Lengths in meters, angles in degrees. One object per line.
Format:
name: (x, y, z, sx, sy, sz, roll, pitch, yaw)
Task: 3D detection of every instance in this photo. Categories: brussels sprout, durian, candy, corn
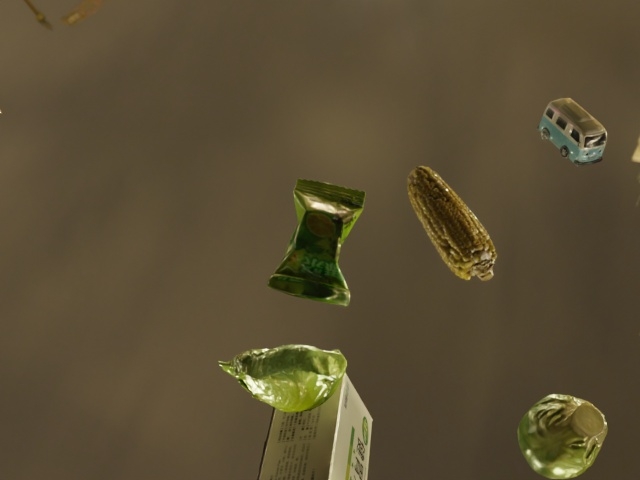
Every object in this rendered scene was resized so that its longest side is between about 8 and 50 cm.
brussels sprout: (0.403, 0.328, 1.101, 0.117, 0.155, 0.155, 29, -110, 3)
durian: (-0.060, 0.233, 1.141, 0.250, 0.139, 0.101, -12, -147, 41)
candy: (0.000, 0.000, 1.200, 0.149, 0.069, 0.246, 12, -113, 2)
corn: (0.301, -0.041, 1.514, 0.119, 0.119, 0.322, -27, -116, 1)

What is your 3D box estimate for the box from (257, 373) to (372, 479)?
box: (-0.008, 0.419, 1.196, 0.145, 0.173, 0.333, -11, -140, 20)

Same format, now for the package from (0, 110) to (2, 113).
package: (-0.596, -0.231, 0.871, 0.165, 0.311, 0.221, -44, -136, -14)

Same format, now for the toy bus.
toy bus: (0.444, -0.193, 1.140, 0.060, 0.075, 0.123, -14, -134, -16)
